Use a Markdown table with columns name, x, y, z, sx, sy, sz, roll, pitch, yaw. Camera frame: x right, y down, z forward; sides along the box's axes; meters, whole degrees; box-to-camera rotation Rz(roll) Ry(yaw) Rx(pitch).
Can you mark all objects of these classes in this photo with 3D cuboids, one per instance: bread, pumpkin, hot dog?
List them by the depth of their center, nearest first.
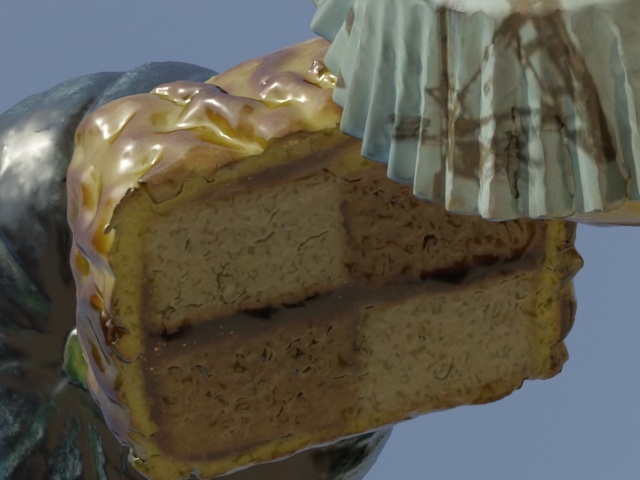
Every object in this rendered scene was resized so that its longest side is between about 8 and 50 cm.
| name | x | y | z | sx | sy | sz | roll | pitch | yaw |
| --- | --- | --- | --- | --- | --- | --- | --- | --- | --- |
| hot dog | 0.129 | -0.079 | 0.426 | 0.270 | 0.163 | 0.082 | -17 | -45 | -8 |
| bread | 0.000 | 0.000 | 0.775 | 0.222 | 0.096 | 0.181 | -15 | -57 | -11 |
| pumpkin | -0.110 | 0.052 | 1.257 | 0.266 | 0.363 | 0.363 | -33 | -56 | -65 |
